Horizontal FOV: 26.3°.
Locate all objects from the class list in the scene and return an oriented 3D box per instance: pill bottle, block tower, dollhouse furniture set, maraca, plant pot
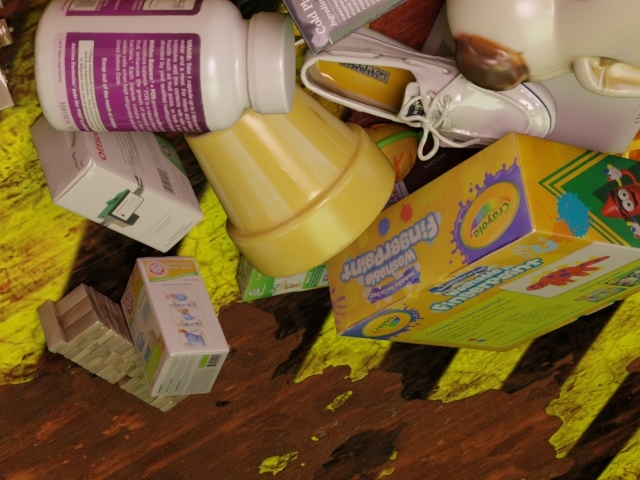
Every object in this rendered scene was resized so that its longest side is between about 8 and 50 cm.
[{"bbox_3d":[-0.186,-0.217,1.697,0.302,0.169,0.169,1,142,6],"label":"pill bottle"},{"bbox_3d":[-0.326,0.184,2.304,0.097,0.091,0.335,-37,142,13],"label":"block tower"},{"bbox_3d":[-0.374,-0.256,1.709,0.123,0.144,0.151,-21,106,-8],"label":"dollhouse furniture set"},{"bbox_3d":[0.107,-0.137,2.171,0.186,0.099,0.127,-19,166,-48],"label":"maraca"},{"bbox_3d":[-0.061,-0.116,1.971,0.254,0.254,0.239,-34,115,11],"label":"plant pot"}]

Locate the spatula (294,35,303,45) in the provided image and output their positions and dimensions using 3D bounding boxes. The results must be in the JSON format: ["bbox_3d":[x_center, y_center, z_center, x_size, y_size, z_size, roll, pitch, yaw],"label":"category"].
[{"bbox_3d":[0.027,-0.297,1.858,0.168,0.242,0.019,-29,99,1],"label":"spatula"}]

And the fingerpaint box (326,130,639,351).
[{"bbox_3d":[0.287,0.018,2.097,0.371,0.163,0.445,8,154,-35],"label":"fingerpaint box"}]

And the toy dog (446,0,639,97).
[{"bbox_3d":[0.361,-0.310,1.774,0.408,0.284,0.395,-8,174,34],"label":"toy dog"}]

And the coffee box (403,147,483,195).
[{"bbox_3d":[0.275,-0.042,2.358,0.168,0.118,0.297,-35,142,13],"label":"coffee box"}]

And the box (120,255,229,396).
[{"bbox_3d":[-0.237,0.136,2.204,0.103,0.203,0.114,-1,138,-29],"label":"box"}]

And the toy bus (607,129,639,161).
[{"bbox_3d":[0.523,-0.165,2.357,0.220,0.149,0.211,-12,125,-21],"label":"toy bus"}]

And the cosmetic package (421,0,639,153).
[{"bbox_3d":[0.339,-0.255,2.115,0.366,0.155,0.197,0,133,-28],"label":"cosmetic package"}]

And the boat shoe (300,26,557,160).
[{"bbox_3d":[0.143,-0.197,1.910,0.367,0.156,0.135,21,127,7],"label":"boat shoe"}]

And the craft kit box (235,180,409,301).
[{"bbox_3d":[0.000,0.000,2.270,0.247,0.061,0.250,-11,151,-22],"label":"craft kit box"}]

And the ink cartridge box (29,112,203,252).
[{"bbox_3d":[-0.288,-0.097,1.934,0.092,0.160,0.219,-42,139,20],"label":"ink cartridge box"}]

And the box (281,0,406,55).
[{"bbox_3d":[0.075,-0.387,1.627,0.313,0.343,0.179,-30,103,4],"label":"box"}]
